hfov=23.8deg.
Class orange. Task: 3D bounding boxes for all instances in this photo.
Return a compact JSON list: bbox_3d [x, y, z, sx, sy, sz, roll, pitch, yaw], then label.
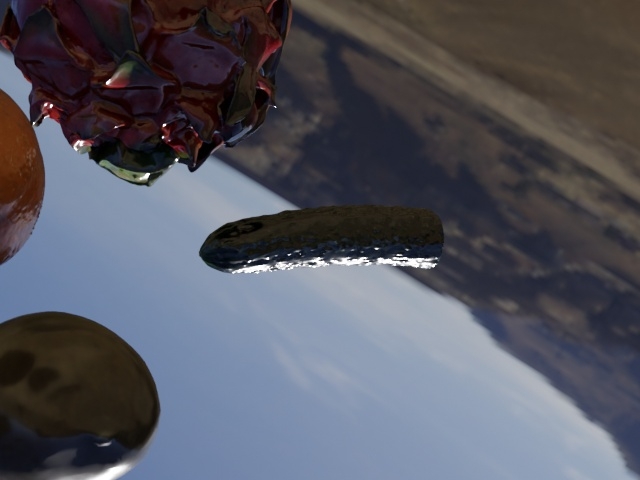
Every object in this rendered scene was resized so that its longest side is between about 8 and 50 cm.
[{"bbox_3d":[-0.353,-0.052,1.360,0.224,0.224,0.170,30,-142,-28],"label":"orange"}]

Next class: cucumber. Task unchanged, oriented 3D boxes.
[{"bbox_3d":[0.000,0.000,1.241,0.214,0.058,0.052,-2,-163,-27],"label":"cucumber"}]

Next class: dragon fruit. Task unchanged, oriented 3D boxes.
[{"bbox_3d":[-0.123,-0.192,1.176,0.233,0.293,0.234,21,177,1],"label":"dragon fruit"}]

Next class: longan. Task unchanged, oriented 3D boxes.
[{"bbox_3d":[-0.275,0.167,1.550,0.220,0.196,0.196,-3,-161,-25],"label":"longan"}]
